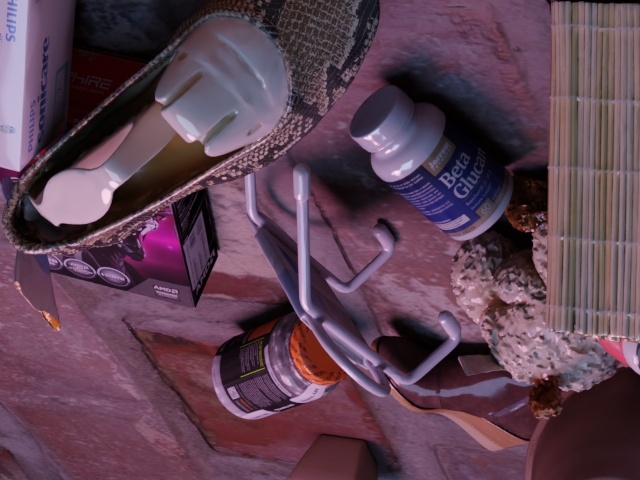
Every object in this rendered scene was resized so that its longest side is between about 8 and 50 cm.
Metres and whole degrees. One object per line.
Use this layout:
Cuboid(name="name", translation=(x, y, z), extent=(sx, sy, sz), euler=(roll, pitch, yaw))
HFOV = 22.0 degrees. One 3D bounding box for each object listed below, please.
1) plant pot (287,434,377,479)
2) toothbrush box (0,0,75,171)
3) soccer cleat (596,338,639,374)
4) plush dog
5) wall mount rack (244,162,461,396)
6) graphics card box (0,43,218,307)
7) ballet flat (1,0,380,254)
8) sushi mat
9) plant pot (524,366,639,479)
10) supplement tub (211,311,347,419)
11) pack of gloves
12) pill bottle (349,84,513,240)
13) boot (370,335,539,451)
Cuboid(name="plant pot", translation=(0.027, 0.344, 2.389), extent=(0.109, 0.096, 0.109), euler=(5, 146, 24))
Cuboid(name="toothbrush box", translation=(-0.410, -0.220, 1.688), extent=(0.295, 0.126, 0.216), euler=(14, 119, 12))
Cuboid(name="soccer cleat", translation=(0.405, 0.084, 1.657), extent=(0.318, 0.109, 0.116), euler=(3, -162, -33))
Cuboid(name="plush dog", translation=(0.272, 0.048, 1.740), extent=(0.262, 0.210, 0.225), euler=(19, 124, 2))
Cuboid(name="wall mount rack", translation=(0.000, 0.000, 1.763), extent=(0.130, 0.350, 0.304), euler=(-44, 125, 7))
Cuboid(name="graphics card box", translation=(-0.258, -0.076, 1.924), extent=(0.232, 0.094, 0.371), euler=(13, 148, 12))
Cuboid(name="ballet flat", translation=(-0.144, -0.107, 1.607), extent=(0.483, 0.182, 0.164), euler=(-33, 94, 34))
Cuboid(name="sushi mat", translation=(0.280, -0.060, 1.504), extent=(0.151, 0.019, 0.317), euler=(3, 100, 23))
Cuboid(name="plant pot", translation=(0.361, 0.303, 1.830), extent=(0.323, 0.280, 0.323), euler=(5, 103, 21))
Cuboid(name="supplement tub", translation=(-0.047, 0.160, 2.135), extent=(0.117, 0.117, 0.190), euler=(36, 146, -23))
Cuboid(name="pack of gloves", translation=(-0.335, -0.040, 1.784), extent=(0.046, 0.232, 0.195), euler=(-30, 127, 5))
Cuboid(name="pill bottle", translation=(0.112, -0.083, 1.695), extent=(0.169, 0.094, 0.094), euler=(39, 144, -26))
Cuboid(name="boot", translation=(0.208, 0.158, 2.042), extent=(0.248, 0.090, 0.207), euler=(35, 134, -19))
